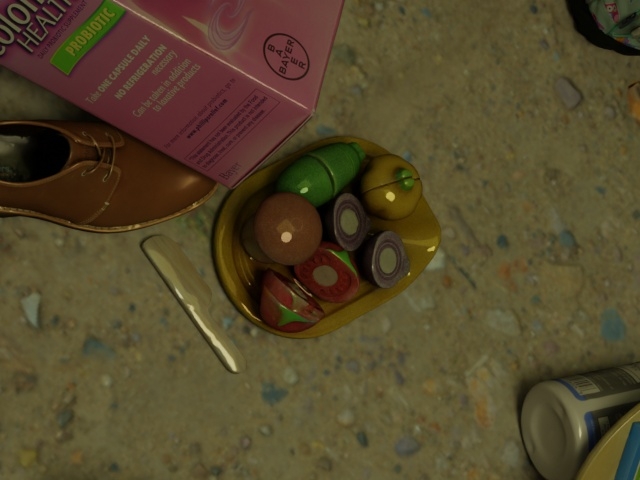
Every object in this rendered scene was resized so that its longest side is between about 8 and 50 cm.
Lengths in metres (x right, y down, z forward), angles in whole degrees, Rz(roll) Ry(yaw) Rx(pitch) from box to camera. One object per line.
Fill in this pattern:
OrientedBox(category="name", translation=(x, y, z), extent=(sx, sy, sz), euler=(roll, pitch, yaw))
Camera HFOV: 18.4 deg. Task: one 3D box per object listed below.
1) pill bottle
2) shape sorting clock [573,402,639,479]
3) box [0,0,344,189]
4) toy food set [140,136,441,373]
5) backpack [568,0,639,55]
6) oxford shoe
OrientedBox(category="pill bottle", translation=(0.226, 0.132, 1.473), extent=(0.137, 0.078, 0.078), euler=(-8, 83, -27))
OrientedBox(category="shape sorting clock", translation=(0.259, 0.188, 1.452), extent=(0.206, 0.040, 0.206), euler=(-12, 119, -22))
OrientedBox(category="box", translation=(-0.109, -0.194, 1.329), extent=(0.243, 0.117, 0.213), euler=(28, 52, -18))
OrientedBox(category="toy food set", translation=(0.000, 0.000, 1.395), extent=(0.218, 0.071, 0.128), euler=(-30, 93, -28))
OrientedBox(category="backpack", translation=(0.294, -0.205, 1.522), extent=(0.152, 0.182, 0.115), euler=(-16, 86, -29))
OrientedBox(category="oxford shoe", translation=(-0.156, -0.048, 1.328), extent=(0.212, 0.076, 0.076), euler=(-2, 78, -28))
